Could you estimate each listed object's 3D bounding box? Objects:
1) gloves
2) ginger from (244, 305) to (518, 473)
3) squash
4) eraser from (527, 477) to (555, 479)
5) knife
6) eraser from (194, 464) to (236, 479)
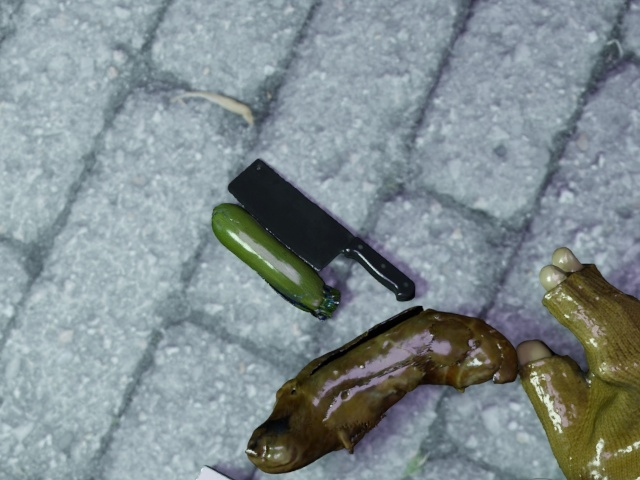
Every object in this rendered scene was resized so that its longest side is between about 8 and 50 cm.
[{"bbox_3d":[0.325,0.171,1.576,0.155,0.203,0.356,-23,85,-35],"label":"gloves"},{"bbox_3d":[0.061,0.159,1.627,0.309,0.107,0.133,-24,47,0],"label":"ginger"},{"bbox_3d":[-0.054,0.023,1.692,0.183,0.052,0.052,42,88,6],"label":"squash"},{"bbox_3d":[0.174,0.437,1.488,0.331,0.150,0.331,-9,58,16],"label":"eraser"},{"bbox_3d":[0.000,0.000,1.691,0.245,0.019,0.072,38,57,11],"label":"knife"},{"bbox_3d":[-0.140,0.363,1.652,0.092,0.046,0.212,28,85,8],"label":"eraser"}]
